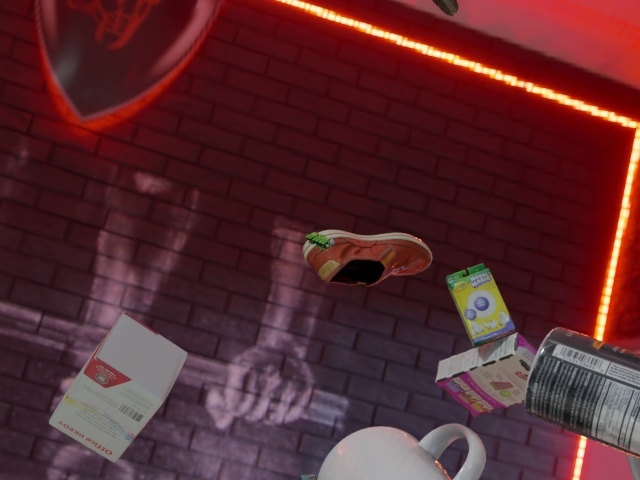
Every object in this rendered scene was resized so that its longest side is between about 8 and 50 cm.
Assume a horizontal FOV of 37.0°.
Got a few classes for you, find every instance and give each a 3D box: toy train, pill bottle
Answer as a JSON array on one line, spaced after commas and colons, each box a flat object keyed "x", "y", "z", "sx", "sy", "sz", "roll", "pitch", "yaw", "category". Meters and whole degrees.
[{"x": 0.000, "y": 0.000, "z": 1.635, "sx": 0.083, "sy": 0.023, "sz": 0.017, "roll": 21, "pitch": -44, "yaw": 63, "category": "toy train"}, {"x": 0.404, "y": 0.212, "z": 1.255, "sx": 0.245, "sy": 0.130, "sz": 0.130, "roll": 19, "pitch": -9, "yaw": 28, "category": "pill bottle"}]

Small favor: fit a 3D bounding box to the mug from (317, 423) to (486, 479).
[{"x": 0.193, "y": 0.536, "z": 1.986, "sx": 0.276, "sy": 0.374, "sz": 0.328, "roll": 44, "pitch": -3, "yaw": -16, "category": "mug"}]

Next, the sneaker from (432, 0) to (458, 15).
[{"x": 0.226, "y": -0.530, "z": 1.866, "sx": 0.188, "sy": 0.071, "sz": 0.066, "roll": 51, "pitch": -2, "yaw": -17, "category": "sneaker"}]

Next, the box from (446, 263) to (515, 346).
[{"x": 0.368, "y": 0.144, "z": 2.213, "sx": 0.105, "sy": 0.179, "sz": 0.043, "roll": -21, "pitch": -22, "yaw": -2, "category": "box"}]

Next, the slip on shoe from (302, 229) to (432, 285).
[{"x": 0.109, "y": 0.048, "z": 1.974, "sx": 0.331, "sy": 0.101, "sz": 0.123, "roll": 5, "pitch": -42, "yaw": -43, "category": "slip on shoe"}]

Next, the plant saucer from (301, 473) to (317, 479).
[{"x": -0.012, "y": 0.705, "z": 2.488, "sx": 0.018, "sy": 0.192, "sz": 0.067, "roll": -16, "pitch": -16, "yaw": 21, "category": "plant saucer"}]

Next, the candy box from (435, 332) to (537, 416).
[{"x": 0.410, "y": 0.318, "z": 2.241, "sx": 0.233, "sy": 0.071, "sz": 0.159, "roll": -26, "pitch": -58, "yaw": 38, "category": "candy box"}]

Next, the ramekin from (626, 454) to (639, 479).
[{"x": 0.650, "y": 0.398, "z": 1.751, "sx": 0.127, "sy": 0.273, "sz": 0.273, "roll": -14, "pitch": -15, "yaw": 2, "category": "ramekin"}]

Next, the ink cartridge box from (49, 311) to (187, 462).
[{"x": -0.320, "y": 0.234, "z": 1.514, "sx": 0.128, "sy": 0.127, "sz": 0.176, "roll": 35, "pitch": -59, "yaw": -10, "category": "ink cartridge box"}]
